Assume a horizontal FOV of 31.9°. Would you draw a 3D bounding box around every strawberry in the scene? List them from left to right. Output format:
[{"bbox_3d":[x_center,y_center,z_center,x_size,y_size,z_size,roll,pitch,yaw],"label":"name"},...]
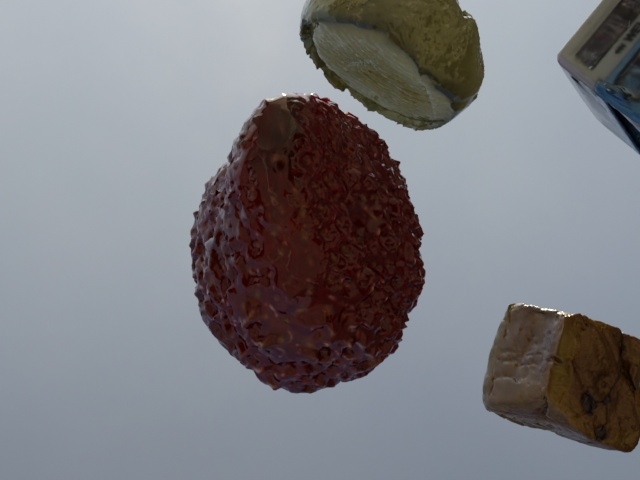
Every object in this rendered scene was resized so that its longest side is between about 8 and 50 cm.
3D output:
[{"bbox_3d":[-0.004,0.000,1.078,0.261,0.257,0.261,12,-119,-24],"label":"strawberry"}]

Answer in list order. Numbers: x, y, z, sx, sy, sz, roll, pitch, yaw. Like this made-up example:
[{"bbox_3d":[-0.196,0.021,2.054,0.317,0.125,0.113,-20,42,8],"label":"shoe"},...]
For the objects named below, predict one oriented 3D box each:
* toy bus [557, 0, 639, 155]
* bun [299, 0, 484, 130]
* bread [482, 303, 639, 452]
[{"bbox_3d":[0.287,-0.173,0.687,0.297,0.106,0.131,-50,-131,2],"label":"toy bus"},{"bbox_3d":[0.099,-0.270,1.469,0.259,0.259,0.152,31,-102,4],"label":"bun"},{"bbox_3d":[0.292,0.161,1.332,0.149,0.158,0.143,19,-100,-22],"label":"bread"}]
